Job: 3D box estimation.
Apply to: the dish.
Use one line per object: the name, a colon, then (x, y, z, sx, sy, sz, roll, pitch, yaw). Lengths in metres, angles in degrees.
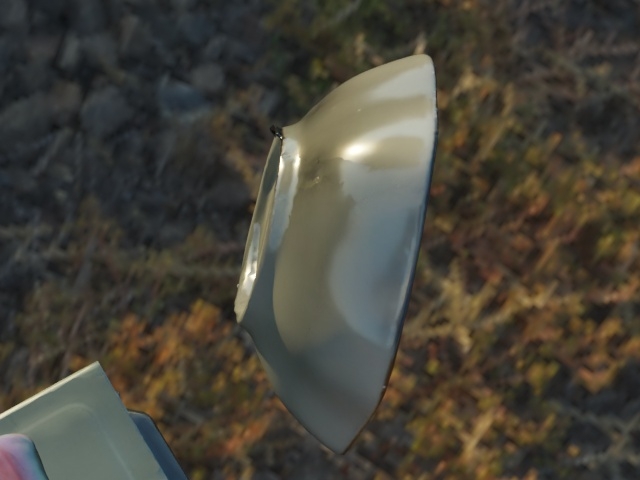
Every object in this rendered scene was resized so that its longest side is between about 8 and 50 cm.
dish: (0.000, 0.000, 0.908, 0.066, 0.190, 0.190, 12, 46, -7)

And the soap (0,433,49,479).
soap: (-0.170, 0.289, 1.056, 0.109, 0.193, 0.324, -7, 54, -40)

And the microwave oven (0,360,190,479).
microwave oven: (-0.168, 0.280, 1.385, 0.237, 0.181, 0.295, -29, 70, -15)
